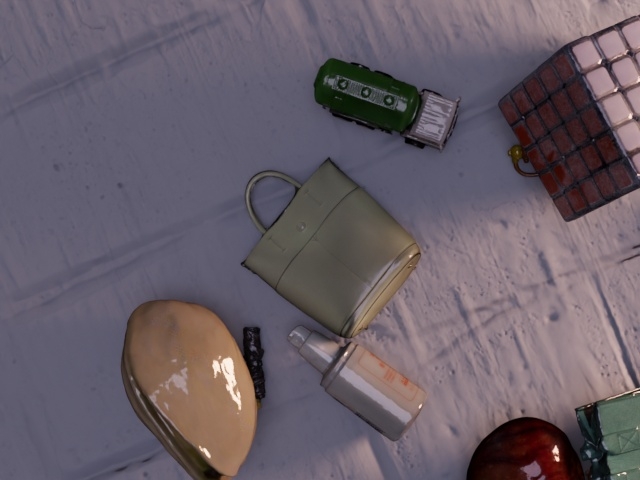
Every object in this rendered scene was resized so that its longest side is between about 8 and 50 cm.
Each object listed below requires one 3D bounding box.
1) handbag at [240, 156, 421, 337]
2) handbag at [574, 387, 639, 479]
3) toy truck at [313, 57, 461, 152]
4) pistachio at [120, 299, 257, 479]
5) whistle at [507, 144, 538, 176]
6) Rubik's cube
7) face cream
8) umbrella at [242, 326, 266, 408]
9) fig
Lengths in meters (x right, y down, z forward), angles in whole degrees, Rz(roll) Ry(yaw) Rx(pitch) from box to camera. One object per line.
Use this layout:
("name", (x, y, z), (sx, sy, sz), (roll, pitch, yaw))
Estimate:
("handbag", (0.000, 0.000, 1.654), (0.315, 0.109, 0.241), (40, 93, 16))
("handbag", (0.550, 0.359, 1.547), (0.274, 0.100, 0.269), (-13, 86, -18))
("toy truck", (0.108, -0.229, 1.601), (0.242, 0.125, 0.101), (20, 92, 3))
("pistachio", (-0.213, 0.248, 1.596), (0.207, 0.226, 0.332), (-30, 81, 24))
("whistle", (0.373, -0.145, 1.630), (0.109, 0.057, 0.046), (-11, 46, 14))
("Rubik's cube", (0.461, -0.196, 1.486), (0.236, 0.237, 0.238), (-26, 87, -20))
("face cream", (0.053, 0.226, 1.630), (0.251, 0.101, 0.101), (36, 94, 4))
("umbrella", (-0.115, 0.221, 1.675), (0.037, 0.040, 0.144), (-4, 90, -29))
("fig", (0.307, 0.397, 1.588), (0.249, 0.186, 0.204), (-16, 102, 32))
